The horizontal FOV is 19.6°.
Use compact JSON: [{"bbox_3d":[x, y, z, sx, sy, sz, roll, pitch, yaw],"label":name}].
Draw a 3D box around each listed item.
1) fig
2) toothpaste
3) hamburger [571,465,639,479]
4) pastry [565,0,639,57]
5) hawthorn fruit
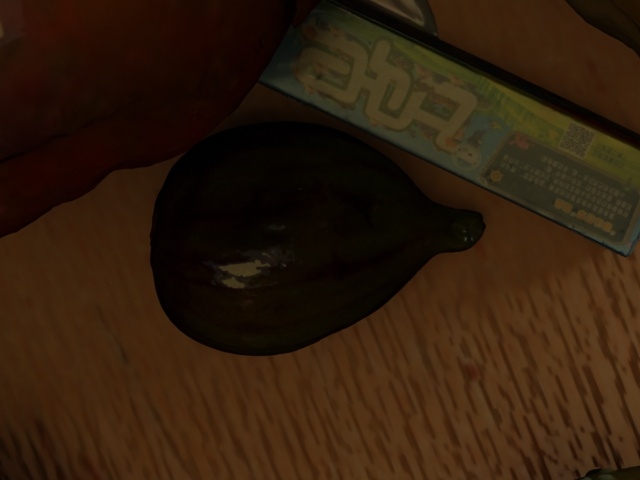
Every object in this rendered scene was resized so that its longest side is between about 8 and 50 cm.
[{"bbox_3d":[0.000,0.000,0.843,0.154,0.103,0.109,4,77,-7],"label":"fig"},{"bbox_3d":[0.070,-0.067,0.847,0.193,0.044,0.070,26,103,3],"label":"toothpaste"},{"bbox_3d":[0.196,0.187,0.815,0.288,0.192,0.168,-4,107,-14],"label":"hamburger"},{"bbox_3d":[0.210,-0.236,0.652,0.312,0.388,0.389,-22,99,-31],"label":"pastry"},{"bbox_3d":[-0.150,-0.162,0.753,0.276,0.276,0.307,-21,99,11],"label":"hawthorn fruit"}]
